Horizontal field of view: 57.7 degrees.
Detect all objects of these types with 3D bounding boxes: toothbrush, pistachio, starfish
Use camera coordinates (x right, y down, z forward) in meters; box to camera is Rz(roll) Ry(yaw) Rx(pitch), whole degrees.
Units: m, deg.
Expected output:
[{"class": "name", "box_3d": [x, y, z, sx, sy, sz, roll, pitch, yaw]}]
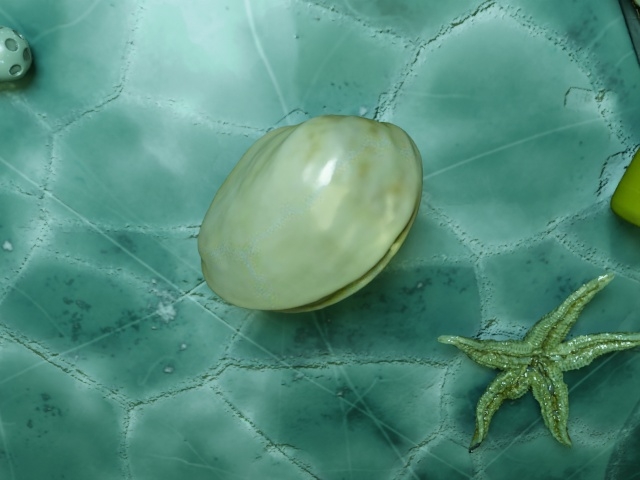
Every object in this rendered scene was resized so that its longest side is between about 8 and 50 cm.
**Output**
[{"class": "toothbrush", "box_3d": [0.393, -0.355, 0.764, 0.031, 0.030, 0.297, -34, 111, 0]}, {"class": "pistachio", "box_3d": [-0.011, -0.036, 0.766, 0.321, 0.238, 0.229, -35, 151, 16]}, {"class": "starfish", "box_3d": [0.383, 0.213, 0.976, 0.358, 0.078, 0.347, -13, 113, 1]}]

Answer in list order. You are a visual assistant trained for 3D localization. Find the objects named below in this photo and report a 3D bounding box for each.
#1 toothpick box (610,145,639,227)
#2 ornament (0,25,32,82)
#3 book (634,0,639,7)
[{"class": "toothpick box", "box_3d": [0.540, -0.129, 0.794, 0.175, 0.175, 0.271, 17, 107, -11]}, {"class": "ornament", "box_3d": [-0.447, -0.232, 0.730, 0.156, 0.081, 0.074, 1, 117, 0]}, {"class": "book", "box_3d": [0.371, -0.517, 0.632, 0.300, 0.039, 0.428, -40, 104, 18]}]
